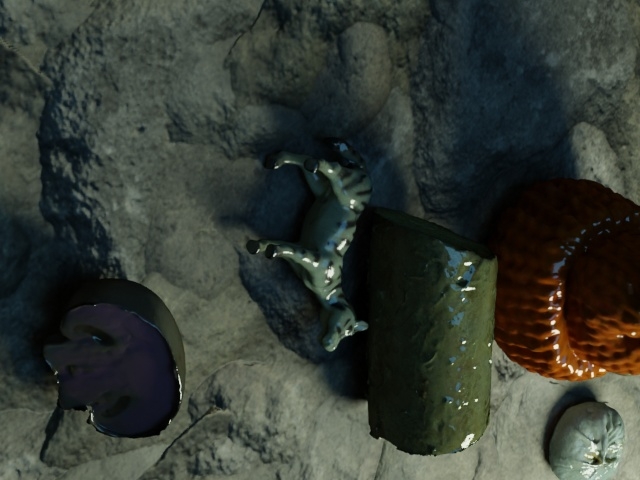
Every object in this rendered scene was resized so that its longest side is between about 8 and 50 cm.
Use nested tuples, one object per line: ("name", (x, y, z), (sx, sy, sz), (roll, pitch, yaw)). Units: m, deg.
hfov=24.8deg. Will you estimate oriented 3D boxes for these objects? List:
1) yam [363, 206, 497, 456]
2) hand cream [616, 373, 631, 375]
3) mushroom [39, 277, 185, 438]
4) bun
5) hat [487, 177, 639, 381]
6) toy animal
("yam", (0.140, 0.108, 1.859), (0.168, 0.168, 0.304), (-13, 113, -38))
("hand cream", (0.486, 0.105, 2.227), (0.084, 0.084, 0.203), (43, 69, -41))
("mushroom", (-0.213, 0.119, 1.585), (0.117, 0.141, 0.188), (-63, 147, -57))
("bun", (0.416, 0.317, 2.224), (0.141, 0.083, 0.141), (-16, 116, -36))
("hat", (0.429, 0.075, 1.947), (0.285, 0.400, 0.285), (-16, 114, -42))
("toy animal", (-0.013, 0.005, 1.748), (0.170, 0.090, 0.255), (-8, 111, -45))
